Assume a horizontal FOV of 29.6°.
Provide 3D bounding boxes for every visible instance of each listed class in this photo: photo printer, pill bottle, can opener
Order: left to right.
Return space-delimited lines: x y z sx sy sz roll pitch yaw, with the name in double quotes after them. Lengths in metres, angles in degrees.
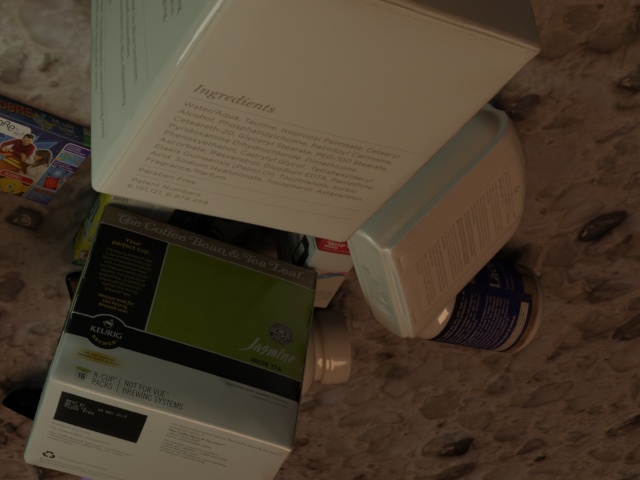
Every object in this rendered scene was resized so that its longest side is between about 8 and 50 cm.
-0.158 -0.049 1.784 0.073 0.059 0.186 26 123 -4 "can opener"
-0.108 0.186 1.995 0.302 0.169 0.169 -3 141 -10 "pill bottle"
0.182 -0.037 1.753 0.307 0.107 0.256 -44 147 -18 "photo printer"
0.220 0.095 1.984 0.265 0.153 0.153 11 137 -27 "pill bottle"

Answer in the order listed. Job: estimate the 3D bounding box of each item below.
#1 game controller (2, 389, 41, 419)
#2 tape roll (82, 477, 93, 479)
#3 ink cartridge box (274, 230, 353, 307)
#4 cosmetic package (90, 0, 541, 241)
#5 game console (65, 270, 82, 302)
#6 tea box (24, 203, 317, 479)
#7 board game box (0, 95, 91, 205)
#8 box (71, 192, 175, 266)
-0.415 0.345 2.152 0.167 0.067 0.319 -3 151 37 "game controller"
-0.303 0.351 2.062 0.090 0.274 0.275 -30 139 19 "tape roll"
0.000 0.000 1.825 0.072 0.127 0.175 7 138 -23 "ink cartridge box"
-0.031 -0.250 1.307 0.328 0.329 0.394 12 145 -27 "cosmetic package"
-0.333 0.080 1.929 0.122 0.071 0.107 -12 112 -2 "game console"
-0.204 0.171 1.704 0.329 0.323 0.220 19 136 -9 "tea box"
-0.425 -0.127 1.625 0.201 0.035 0.136 21 131 -35 "board game box"
-0.295 -0.017 1.794 0.105 0.043 0.179 12 134 -29 "box"
